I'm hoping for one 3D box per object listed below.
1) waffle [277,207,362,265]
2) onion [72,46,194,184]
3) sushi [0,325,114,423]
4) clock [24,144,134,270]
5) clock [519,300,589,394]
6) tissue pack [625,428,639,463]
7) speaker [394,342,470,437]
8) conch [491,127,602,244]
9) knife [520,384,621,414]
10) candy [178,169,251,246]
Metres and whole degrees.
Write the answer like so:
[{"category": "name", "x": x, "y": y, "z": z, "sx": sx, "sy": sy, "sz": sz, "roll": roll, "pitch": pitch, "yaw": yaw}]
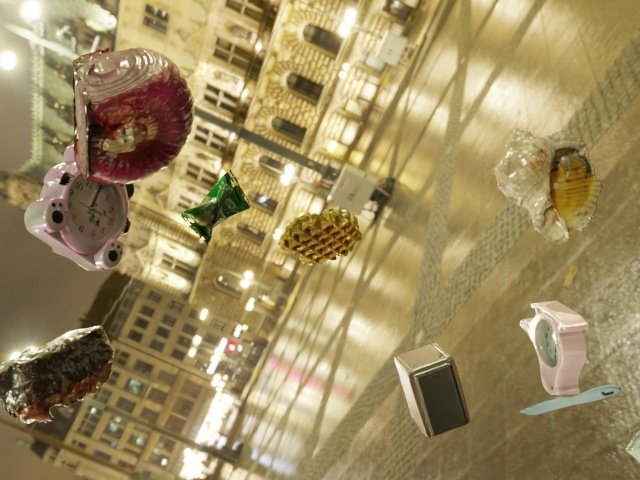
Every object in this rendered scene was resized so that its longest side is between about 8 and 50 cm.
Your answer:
[{"category": "waffle", "x": -0.002, "y": -0.005, "z": 1.871, "sx": 0.301, "sy": 0.281, "sz": 0.058, "roll": 67, "pitch": -172, "yaw": -57}, {"category": "onion", "x": -0.368, "y": -0.240, "z": 1.103, "sx": 0.230, "sy": 0.273, "sz": 0.256, "roll": -13, "pitch": -21, "yaw": -32}, {"category": "sushi", "x": -0.707, "y": 0.354, "z": 1.508, "sx": 0.343, "sy": 0.196, "sz": 0.182, "roll": -24, "pitch": -79, "yaw": -63}, {"category": "clock", "x": -0.529, "y": -0.078, "z": 1.261, "sx": 0.227, "sy": 0.090, "sz": 0.248, "roll": 50, "pitch": -140, "yaw": -48}, {"category": "clock", "x": 0.745, "y": 0.333, "z": 1.804, "sx": 0.290, "sy": 0.080, "sz": 0.276, "roll": -110, "pitch": 16, "yaw": -73}, {"category": "tissue pack", "x": 0.795, "y": 0.407, "z": 1.170, "sx": 0.257, "sy": 0.185, "sz": 0.081, "roll": -48, "pitch": 14, "yaw": -5}, {"category": "speaker", "x": 0.352, "y": 0.472, "z": 1.761, "sx": 0.192, "sy": 0.153, "sz": 0.231, "roll": -150, "pitch": 42, "yaw": -80}, {"category": "conch", "x": 0.449, "y": -0.114, "z": 1.095, "sx": 0.178, "sy": 0.245, "sz": 0.163, "roll": -23, "pitch": -2, "yaw": 28}, {"category": "knife", "x": 0.623, "y": 0.408, "z": 1.411, "sx": 0.313, "sy": 0.044, "sz": 0.019, "roll": -48, "pitch": 11, "yaw": 52}, {"category": "candy", "x": -0.314, "y": -0.100, "z": 1.674, "sx": 0.203, "sy": 0.078, "sz": 0.141, "roll": -43, "pitch": -38, "yaw": -16}]
